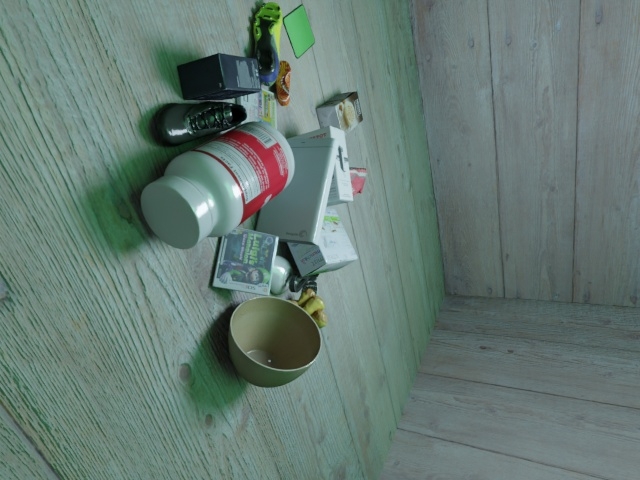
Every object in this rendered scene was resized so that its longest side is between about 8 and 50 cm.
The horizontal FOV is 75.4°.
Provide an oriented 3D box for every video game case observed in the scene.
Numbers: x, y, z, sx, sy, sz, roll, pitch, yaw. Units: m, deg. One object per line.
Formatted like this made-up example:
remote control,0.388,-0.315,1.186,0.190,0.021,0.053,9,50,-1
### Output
video game case,-0.226,0.061,1.263,0.173,0.022,0.191,13,76,-20
video game case,-0.210,-0.408,1.387,0.193,0.023,0.213,-4,93,-60

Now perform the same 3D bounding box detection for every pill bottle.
pill bottle,-0.258,-0.152,1.099,0.408,0.229,0.229,-48,131,-49

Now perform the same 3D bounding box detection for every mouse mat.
mouse mat,-0.081,-0.820,1.626,0.190,0.007,0.153,-59,139,-40

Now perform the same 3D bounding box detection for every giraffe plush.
giraffe plush,-0.104,0.265,1.480,0.170,0.181,0.210,31,98,-45

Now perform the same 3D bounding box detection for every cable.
cable,-0.068,0.130,1.586,0.287,0.072,0.140,-49,145,-55

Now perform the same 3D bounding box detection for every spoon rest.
spoon rest,-0.164,0.092,1.440,0.276,0.084,0.137,67,36,-57

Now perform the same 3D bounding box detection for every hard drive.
hard drive,-0.081,-0.169,1.378,0.047,0.233,0.353,29,70,-60

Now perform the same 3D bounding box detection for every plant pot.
plant pot,-0.162,0.341,1.282,0.284,0.284,0.191,-35,155,-55

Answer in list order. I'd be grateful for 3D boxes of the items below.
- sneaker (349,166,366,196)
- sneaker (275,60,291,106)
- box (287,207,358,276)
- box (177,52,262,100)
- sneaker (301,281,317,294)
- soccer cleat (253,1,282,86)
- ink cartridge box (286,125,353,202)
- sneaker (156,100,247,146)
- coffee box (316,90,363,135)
sneaker,0.135,-0.265,1.904,0.314,0.115,0.136,-14,104,-60
sneaker,-0.139,-0.565,1.489,0.067,0.064,0.175,118,-25,-74
box,0.000,0.000,1.568,0.262,0.126,0.231,-4,68,-61
box,-0.274,-0.444,1.139,0.158,0.156,0.093,-30,115,-56
sneaker,-0.042,0.245,1.670,0.073,0.063,0.162,33,67,-73
soccer cleat,-0.179,-0.664,1.402,0.121,0.093,0.289,97,-4,-78
ink cartridge box,-0.003,-0.266,1.546,0.114,0.197,0.273,-2,84,-60
sneaker,-0.310,-0.327,1.107,0.286,0.130,0.109,-45,130,-49
coffee box,0.090,-0.557,1.834,0.246,0.098,0.141,-52,134,-47
